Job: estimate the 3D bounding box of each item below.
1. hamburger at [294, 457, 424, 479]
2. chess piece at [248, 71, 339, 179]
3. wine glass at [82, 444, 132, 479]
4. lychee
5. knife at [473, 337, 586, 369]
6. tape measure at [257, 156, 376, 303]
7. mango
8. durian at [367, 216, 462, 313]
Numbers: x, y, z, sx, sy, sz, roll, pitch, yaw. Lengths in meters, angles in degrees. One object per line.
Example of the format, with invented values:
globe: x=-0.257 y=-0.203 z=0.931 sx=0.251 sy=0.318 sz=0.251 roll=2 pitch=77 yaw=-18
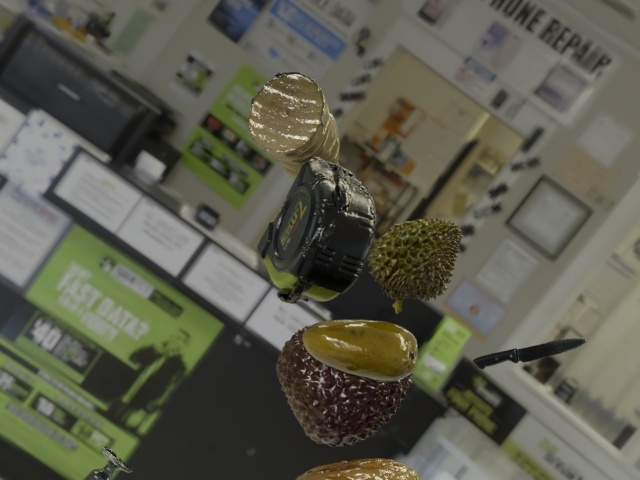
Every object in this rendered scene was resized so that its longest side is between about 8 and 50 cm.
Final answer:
hamburger: x=0.035 y=0.329 z=1.389 sx=0.208 sy=0.155 sz=0.135 roll=20 pitch=51 yaw=-60
chess piece: x=-0.017 y=-0.158 z=1.864 sx=0.137 sy=0.137 sz=0.301 roll=40 pitch=-2 yaw=21
wine glass: x=-0.392 y=0.427 z=1.904 sx=0.072 sy=0.155 sz=0.072 roll=38 pitch=-7 yaw=6
lychee: x=0.056 y=0.268 z=2.209 sx=0.271 sy=0.271 sz=0.271 roll=36 pitch=7 yaw=-5
knife: x=0.283 y=0.154 z=1.531 sx=0.010 sy=0.170 sz=0.023 roll=-31 pitch=101 yaw=-55
tape measure: x=0.000 y=0.000 z=1.545 sx=0.112 sy=0.199 sz=0.186 roll=19 pitch=21 yaw=-20
mango: x=0.065 y=0.177 z=1.832 sx=0.195 sy=0.098 sz=0.137 roll=8 pitch=-8 yaw=-11
durian: x=0.150 y=0.053 z=1.884 sx=0.147 sy=0.208 sz=0.102 roll=11 pitch=41 yaw=-11
